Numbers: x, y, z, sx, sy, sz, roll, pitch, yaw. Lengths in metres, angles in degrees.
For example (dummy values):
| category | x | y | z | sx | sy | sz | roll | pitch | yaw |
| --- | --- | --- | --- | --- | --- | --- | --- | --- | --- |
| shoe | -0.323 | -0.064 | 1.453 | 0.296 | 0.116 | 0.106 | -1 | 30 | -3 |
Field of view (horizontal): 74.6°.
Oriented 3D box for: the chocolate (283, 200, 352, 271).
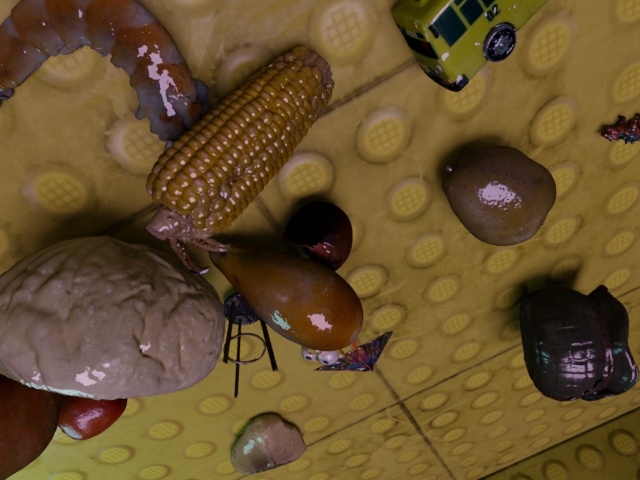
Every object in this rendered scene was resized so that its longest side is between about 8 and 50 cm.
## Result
| category | x | y | z | sx | sy | sz | roll | pitch | yaw |
| --- | --- | --- | --- | --- | --- | --- | --- | --- | --- |
| chocolate | 0.000 | 0.000 | 0.794 | 0.127 | 0.124 | 0.133 | -26 | 156 | -11 |

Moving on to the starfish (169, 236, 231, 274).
| category | x | y | z | sx | sy | sz | roll | pitch | yaw |
| --- | --- | --- | --- | --- | --- | --- | --- | --- | --- |
| starfish | -0.200 | -0.023 | 0.670 | 0.074 | 0.190 | 0.147 | 9 | 118 | -36 |

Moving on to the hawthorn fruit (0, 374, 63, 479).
| category | x | y | z | sx | sy | sz | roll | pitch | yaw |
| --- | --- | --- | --- | --- | --- | --- | --- | --- | --- |
| hawthorn fruit | -0.601 | 0.259 | 0.720 | 0.267 | 0.268 | 0.301 | 1 | 118 | -18 |

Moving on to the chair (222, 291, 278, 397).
| category | x | y | z | sx | sy | sz | roll | pitch | yaw |
| --- | --- | --- | --- | --- | --- | --- | --- | --- | --- |
| chair | -0.152 | 0.180 | 0.828 | 0.104 | 0.222 | 0.095 | -33 | 119 | 11 |

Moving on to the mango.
| category | x | y | z | sx | sy | sz | roll | pitch | yaw |
| --- | --- | --- | --- | --- | --- | --- | --- | --- | --- |
| mango | -0.069 | 0.092 | 0.773 | 0.315 | 0.146 | 0.193 | 26 | 163 | 11 |

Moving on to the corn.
| category | x | y | z | sx | sy | sz | roll | pitch | yaw |
| --- | --- | --- | --- | --- | --- | --- | --- | --- | --- |
| corn | -0.105 | -0.136 | 0.577 | 0.347 | 0.130 | 0.130 | -53 | 132 | -18 |

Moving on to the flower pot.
| category | x | y | z | sx | sy | sz | roll | pitch | yaw |
| --- | --- | --- | --- | --- | --- | --- | --- | --- | --- |
| flower pot | 0.646 | 0.266 | 1.086 | 0.212 | 0.302 | 0.302 | -6 | 133 | 18 |

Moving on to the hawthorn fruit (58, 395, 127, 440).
| category | x | y | z | sx | sy | sz | roll | pitch | yaw |
| --- | --- | --- | --- | --- | --- | --- | --- | --- | --- |
| hawthorn fruit | -0.490 | 0.354 | 0.912 | 0.137 | 0.133 | 0.133 | -34 | 130 | -1 |

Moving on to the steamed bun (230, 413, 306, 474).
| category | x | y | z | sx | sy | sz | roll | pitch | yaw |
| --- | --- | --- | --- | --- | --- | --- | --- | --- | --- |
| steamed bun | -0.160 | 0.609 | 1.227 | 0.230 | 0.111 | 0.213 | -15 | 129 | -9 |

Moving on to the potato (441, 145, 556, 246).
| category | x | y | z | sx | sy | sz | roll | pitch | yaw |
| --- | --- | --- | --- | --- | --- | --- | --- | --- | --- |
| potato | 0.336 | -0.088 | 0.805 | 0.251 | 0.159 | 0.175 | 26 | 92 | -22 |

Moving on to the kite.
| category | x | y | z | sx | sy | sz | roll | pitch | yaw |
| --- | --- | --- | --- | --- | --- | --- | --- | --- | --- |
| kite | 0.098 | 0.319 | 1.141 | 0.241 | 0.014 | 0.184 | -24 | 129 | 4 |

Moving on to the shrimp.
| category | x | y | z | sx | sy | sz | roll | pitch | yaw |
| --- | --- | --- | --- | --- | --- | --- | --- | --- | --- |
| shrimp | -0.294 | -0.231 | 0.544 | 0.286 | 0.068 | 0.186 | 4 | 120 | -13 |

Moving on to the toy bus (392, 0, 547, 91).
| category | x | y | z | sx | sy | sz | roll | pitch | yaw |
| --- | --- | --- | --- | --- | --- | --- | --- | --- | --- |
| toy bus | 0.231 | -0.357 | 0.578 | 0.150 | 0.128 | 0.262 | 34 | 110 | -34 |

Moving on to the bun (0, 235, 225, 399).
| category | x | y | z | sx | sy | sz | roll | pitch | yaw |
| --- | --- | --- | --- | --- | --- | --- | --- | --- | --- |
| bun | -0.332 | 0.115 | 0.685 | 0.351 | 0.349 | 0.228 | 9 | 81 | -9 |

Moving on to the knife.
| category | x | y | z | sx | sy | sz | roll | pitch | yaw |
| --- | --- | --- | --- | --- | --- | --- | --- | --- | --- |
| knife | -0.211 | -0.171 | 0.653 | 0.044 | 0.023 | 0.162 | 16 | 120 | -24 |

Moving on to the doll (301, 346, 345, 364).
| category | x | y | z | sx | sy | sz | roll | pitch | yaw |
| --- | --- | --- | --- | --- | --- | --- | --- | --- | --- |
| doll | -0.016 | 0.201 | 0.967 | 0.117 | 0.086 | 0.291 | 3 | 133 | 19 |

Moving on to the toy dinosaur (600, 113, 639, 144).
| category | x | y | z | sx | sy | sz | roll | pitch | yaw |
| --- | --- | --- | --- | --- | --- | --- | --- | --- | --- |
| toy dinosaur | 0.645 | -0.226 | 0.858 | 0.153 | 0.049 | 0.055 | -3 | 125 | -8 |
